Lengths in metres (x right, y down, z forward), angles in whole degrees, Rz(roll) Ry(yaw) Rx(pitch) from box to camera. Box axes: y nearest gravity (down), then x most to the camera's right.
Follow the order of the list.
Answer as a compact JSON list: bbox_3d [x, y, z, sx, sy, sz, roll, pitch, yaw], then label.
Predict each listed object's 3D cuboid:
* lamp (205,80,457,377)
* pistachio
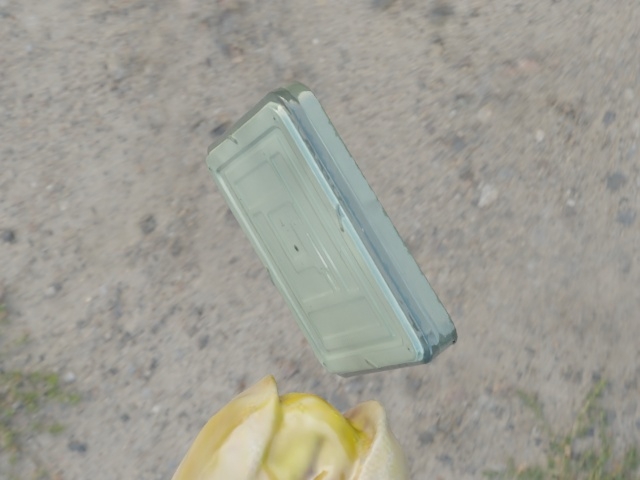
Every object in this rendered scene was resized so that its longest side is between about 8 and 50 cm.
[{"bbox_3d":[0.000,0.000,1.283,0.047,0.269,0.266,-30,91,-20],"label":"lamp"},{"bbox_3d":[-0.042,0.271,1.259,0.230,0.230,0.309,21,112,9],"label":"pistachio"}]
